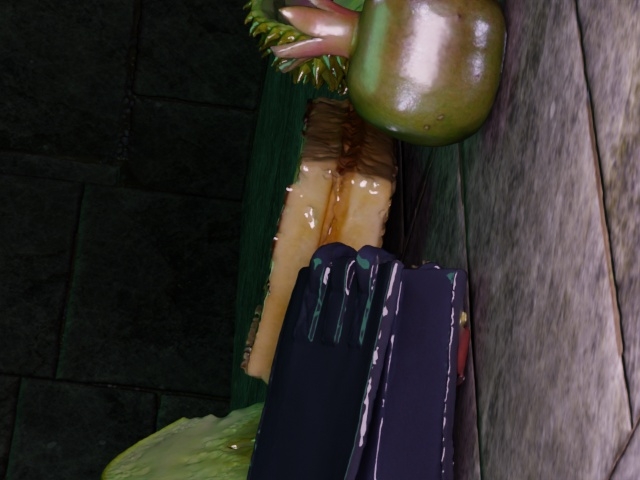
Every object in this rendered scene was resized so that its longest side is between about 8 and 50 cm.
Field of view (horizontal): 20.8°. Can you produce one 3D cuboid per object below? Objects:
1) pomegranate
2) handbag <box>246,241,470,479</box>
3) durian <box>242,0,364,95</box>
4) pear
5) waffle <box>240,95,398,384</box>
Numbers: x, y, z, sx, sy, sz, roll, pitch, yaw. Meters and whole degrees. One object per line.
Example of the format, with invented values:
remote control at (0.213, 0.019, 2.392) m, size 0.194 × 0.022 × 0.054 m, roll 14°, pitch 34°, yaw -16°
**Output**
pomegranate at (0.059, -0.160, 1.463) m, size 0.131 × 0.191 × 0.152 m, roll -23°, pitch -57°, yaw -78°
handbag at (0.034, 0.164, 1.535) m, size 0.303 × 0.122 × 0.329 m, roll 170°, pitch 111°, yaw -73°
durian at (0.012, -0.274, 2.064) m, size 0.169 × 0.157 × 0.355 m, roll -44°, pitch 22°, yaw 20°
pear at (-0.108, 0.298, 1.851) m, size 0.286 × 0.282 × 0.176 m, roll -72°, pitch -33°, yaw -73°
waffle at (-0.001, 0.000, 1.906) m, size 0.376 × 0.114 × 0.261 m, roll -82°, pitch 9°, yaw -74°
